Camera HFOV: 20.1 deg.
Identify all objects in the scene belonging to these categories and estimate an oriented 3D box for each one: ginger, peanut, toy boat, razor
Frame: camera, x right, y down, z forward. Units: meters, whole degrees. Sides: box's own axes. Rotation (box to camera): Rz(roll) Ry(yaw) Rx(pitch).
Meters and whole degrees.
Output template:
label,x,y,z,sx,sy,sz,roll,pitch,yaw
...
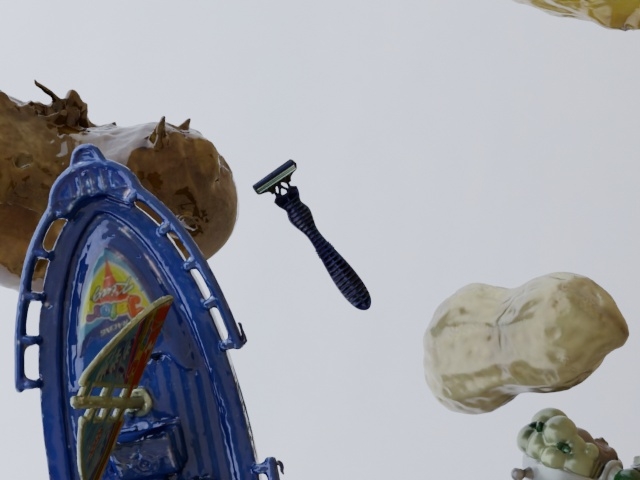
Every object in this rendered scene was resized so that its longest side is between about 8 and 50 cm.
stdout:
label,x,y,z,sx,sy,sz,roll,pitch,yaw
ginger,-0.254,-0.058,1.691,0.418,0.254,0.176,25,-143,-29
peanut,0.176,0.089,1.657,0.257,0.123,0.123,-28,47,58
toy boat,-0.065,0.051,0.614,0.110,0.091,0.175,33,-134,-84
razor,-0.001,-0.001,1.618,0.154,0.044,0.028,54,176,-15

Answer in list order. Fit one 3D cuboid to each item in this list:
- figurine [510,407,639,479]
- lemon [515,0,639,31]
label,x,y,z,sx,sy,sz,roll,pitch,yaw
figurine,0.275,0.232,1.787,0.197,0.147,0.093,22,-92,-28
lemon,0.185,-0.294,1.194,0.297,0.297,0.297,4,-90,-73
